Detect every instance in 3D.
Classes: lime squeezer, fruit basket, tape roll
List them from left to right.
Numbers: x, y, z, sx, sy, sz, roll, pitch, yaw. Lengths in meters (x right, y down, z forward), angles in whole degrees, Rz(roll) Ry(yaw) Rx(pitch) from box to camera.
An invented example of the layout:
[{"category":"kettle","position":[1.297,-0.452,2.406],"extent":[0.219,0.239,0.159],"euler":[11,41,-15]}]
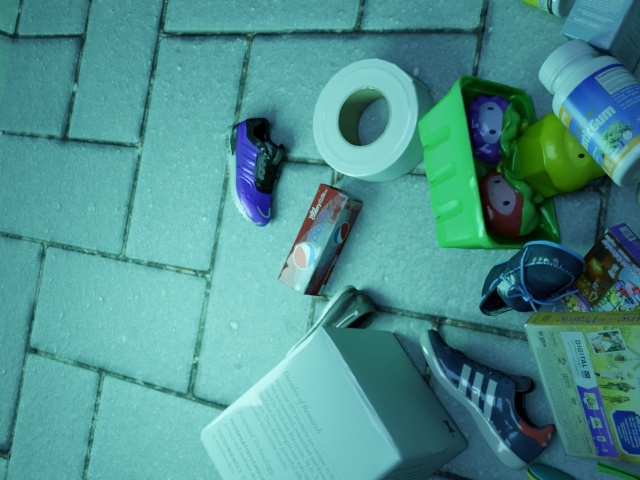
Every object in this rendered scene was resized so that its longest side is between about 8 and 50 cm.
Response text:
[{"category":"tape roll","position":[0.126,-0.283,2.060],"extent":[0.286,0.100,0.286],"euler":[-5,80,32]},{"category":"fruit basket","position":[0.417,-0.162,1.784],"extent":[0.392,0.283,0.391],"euler":[-4,85,49]},{"category":"lime squeezer","position":[0.689,0.442,1.625],"extent":[0.311,0.059,0.109],"euler":[-14,96,27]}]

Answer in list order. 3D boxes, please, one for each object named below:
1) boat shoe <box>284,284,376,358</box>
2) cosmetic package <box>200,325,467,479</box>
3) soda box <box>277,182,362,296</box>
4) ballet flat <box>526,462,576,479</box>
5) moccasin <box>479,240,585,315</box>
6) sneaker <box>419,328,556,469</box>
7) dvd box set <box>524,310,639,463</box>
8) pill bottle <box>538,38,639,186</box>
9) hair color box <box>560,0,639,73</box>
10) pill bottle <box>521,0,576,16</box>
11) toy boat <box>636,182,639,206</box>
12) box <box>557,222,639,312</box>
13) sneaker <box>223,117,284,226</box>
[{"category":"boat shoe","position":[0.008,0.260,2.055],"extent":[0.095,0.112,0.335],"euler":[41,102,34]},{"category":"cosmetic package","position":[0.030,0.434,1.888],"extent":[0.394,0.329,0.327],"euler":[-43,63,19]},{"category":"soda box","position":[0.000,0.000,2.110],"extent":[0.092,0.083,0.263],"euler":[30,99,31]},{"category":"ballet flat","position":[0.514,0.521,1.729],"extent":[0.231,0.077,0.077],"euler":[16,109,31]},{"category":"moccasin","position":[0.414,0.095,1.716],"extent":[0.138,0.342,0.116],"euler":[31,74,2]},{"category":"sneaker","position":[0.357,0.302,1.831],"extent":[0.148,0.131,0.350],"euler":[-43,69,13]},{"category":"dvd box set","position":[0.601,0.266,1.551],"extent":[0.421,0.062,0.307],"euler":[-6,113,42]},{"category":"pill bottle","position":[0.533,-0.246,1.623],"extent":[0.152,0.152,0.272],"euler":[-44,62,20]},{"category":"hair color box","position":[0.636,-0.539,1.722],"extent":[0.114,0.185,0.374],"euler":[32,101,32]},{"category":"pill bottle","position":[0.459,-0.573,1.878],"extent":[0.208,0.119,0.119],"euler":[35,102,30]},{"category":"toy boat","position":[0.723,-0.117,1.658],"extent":[0.151,0.151,0.231],"euler":[44,109,-2]},{"category":"box","position":[0.596,0.141,1.629],"extent":[0.293,0.057,0.200],"euler":[55,142,28]},{"category":"sneaker","position":[-0.154,-0.186,2.221],"extent":[0.146,0.102,0.293],"euler":[-21,73,28]}]
